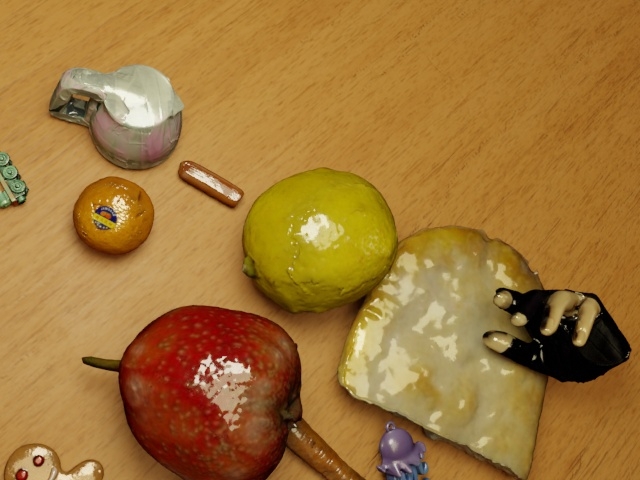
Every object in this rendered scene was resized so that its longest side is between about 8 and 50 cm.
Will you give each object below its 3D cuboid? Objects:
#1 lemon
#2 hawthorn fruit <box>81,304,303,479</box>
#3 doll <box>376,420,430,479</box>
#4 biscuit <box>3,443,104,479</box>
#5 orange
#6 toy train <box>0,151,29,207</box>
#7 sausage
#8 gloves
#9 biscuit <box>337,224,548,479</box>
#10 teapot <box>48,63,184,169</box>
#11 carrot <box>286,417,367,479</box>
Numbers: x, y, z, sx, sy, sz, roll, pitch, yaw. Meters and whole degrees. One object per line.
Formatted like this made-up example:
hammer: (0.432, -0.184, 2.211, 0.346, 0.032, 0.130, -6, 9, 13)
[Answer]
lemon: (0.002, -0.001, 1.324, 0.284, 0.260, 0.260, 4, 76, -15)
hawthorn fruit: (-0.204, 0.238, 1.194, 0.369, 0.285, 0.284, 16, 72, -3)
doll: (0.155, 0.427, 1.369, 0.110, 0.067, 0.206, -20, 95, -36)
biscuit: (-0.406, 0.430, 1.195, 0.165, 0.036, 0.250, -41, 91, -24)
orange: (-0.353, -0.043, 1.287, 0.136, 0.117, 0.135, 0, 94, 7)
toy train: (-0.545, -0.102, 1.277, 0.064, 0.044, 0.103, -31, 86, -19)
sausage: (-0.206, -0.107, 1.392, 0.131, 0.039, 0.041, 30, 77, -8)
gloves: (0.416, 0.164, 1.362, 0.301, 0.197, 0.152, 25, 36, -40)
biscuit: (0.258, 0.188, 1.440, 0.429, 0.104, 0.446, 21, 74, -13)
teapot: (-0.342, -0.243, 1.305, 0.221, 0.178, 0.163, 37, 68, -5)
carrot: (0.007, 0.388, 1.334, 0.248, 0.059, 0.059, 43, 68, -7)
